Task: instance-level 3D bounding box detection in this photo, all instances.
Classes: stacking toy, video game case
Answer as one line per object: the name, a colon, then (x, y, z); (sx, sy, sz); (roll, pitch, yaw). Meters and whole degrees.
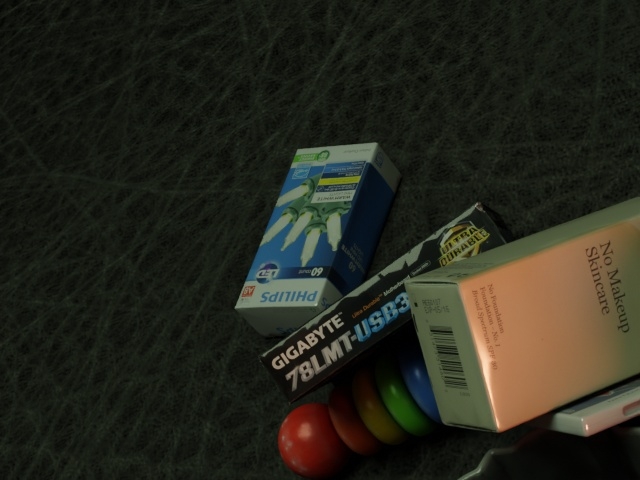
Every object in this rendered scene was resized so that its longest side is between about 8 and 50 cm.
stacking toy: (0.091, 0.172, 1.859); (0.330, 0.141, 0.141); (-29, 41, 20)
video game case: (0.288, 0.152, 1.672); (0.183, 0.023, 0.201); (-18, 7, -23)

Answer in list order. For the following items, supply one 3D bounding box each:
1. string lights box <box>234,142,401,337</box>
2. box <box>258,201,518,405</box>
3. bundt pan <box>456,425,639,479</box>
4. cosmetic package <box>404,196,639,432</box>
string lights box: (0.000, 0.000, 2.124); (0.133, 0.077, 0.259); (-3, 52, 35)
box: (0.089, 0.068, 1.857); (0.293, 0.295, 0.073); (-36, 85, 8)
bundt pan: (0.248, 0.340, 1.572); (0.331, 0.124, 0.330); (-22, 42, 21)
cosmetic package: (0.256, 0.069, 1.658); (0.309, 0.160, 0.113); (-20, 8, -25)
